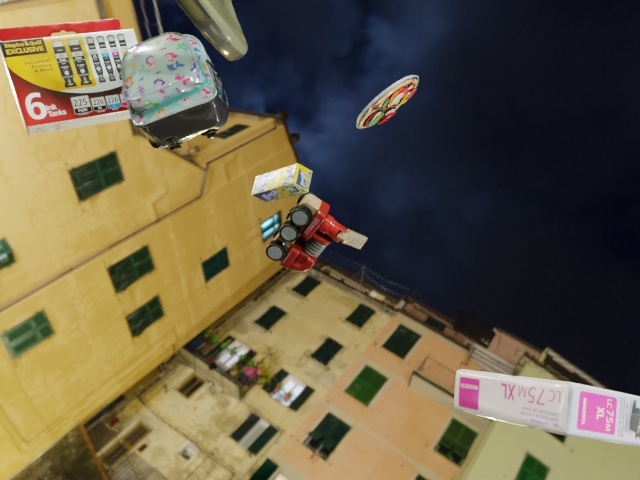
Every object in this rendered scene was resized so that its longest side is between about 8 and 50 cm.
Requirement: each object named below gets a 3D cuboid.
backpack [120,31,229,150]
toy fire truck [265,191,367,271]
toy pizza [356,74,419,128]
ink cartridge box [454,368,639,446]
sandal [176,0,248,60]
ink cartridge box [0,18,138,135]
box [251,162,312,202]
[{"bbox_3d":[-0.351,-0.370,1.224,0.191,0.225,0.253,66,5,-56],"label":"backpack"},{"bbox_3d":[0.000,0.000,1.516,0.246,0.158,0.217,33,-60,-8],"label":"toy fire truck"},{"bbox_3d":[0.181,-0.354,1.360,0.032,0.201,0.201,54,-41,6],"label":"toy pizza"},{"bbox_3d":[0.352,0.219,0.656,0.186,0.311,0.065,160,-59,-65],"label":"ink cartridge box"},{"bbox_3d":[-0.085,-0.295,0.401,0.086,0.120,0.302,-6,-94,14],"label":"sandal"},{"bbox_3d":[-0.617,-0.435,1.315,0.130,0.310,0.271,0,-73,63],"label":"ink cartridge box"},{"bbox_3d":[-0.100,-0.142,1.308,0.054,0.059,0.169,27,-24,-38],"label":"box"}]
